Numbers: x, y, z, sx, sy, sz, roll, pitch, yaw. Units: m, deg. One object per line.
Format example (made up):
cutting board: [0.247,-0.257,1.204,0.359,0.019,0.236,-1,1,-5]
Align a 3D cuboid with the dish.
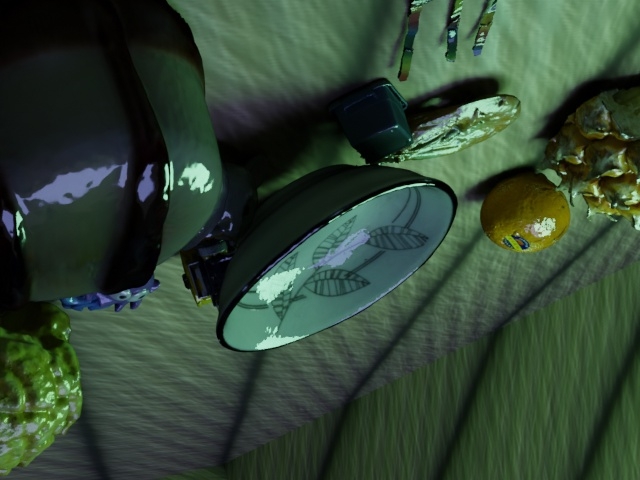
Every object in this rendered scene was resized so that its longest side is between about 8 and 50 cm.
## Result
dish: [0.000,0.000,1.269,0.316,0.106,0.316,-27,159,-12]

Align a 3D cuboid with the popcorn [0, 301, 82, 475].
popcorn: [-0.403,0.186,1.419,0.237,0.206,0.251,-43,169,20]

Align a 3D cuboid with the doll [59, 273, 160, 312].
doll: [-0.270,0.060,1.403,0.110,0.067,0.206,4,163,-37]

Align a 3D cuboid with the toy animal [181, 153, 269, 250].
toy animal: [-0.115,-0.047,1.152,0.138,0.108,0.236,-33,160,37]

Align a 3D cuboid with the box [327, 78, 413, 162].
box: [0.060,-0.126,1.207,0.074,0.054,0.099,-26,163,12]

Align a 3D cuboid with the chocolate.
chocolate: [-0.203,-0.053,0.882,0.283,0.186,0.283,-19,165,-5]

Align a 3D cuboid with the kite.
kite: [0.129,-0.230,1.029,0.152,0.015,0.285,-15,161,-9]

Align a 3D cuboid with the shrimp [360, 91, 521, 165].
shrimp: [0.138,-0.133,1.296,0.217,0.051,0.115,-14,157,-19]

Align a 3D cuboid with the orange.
orange: [0.312,-0.043,1.685,0.135,0.117,0.135,20,151,11]

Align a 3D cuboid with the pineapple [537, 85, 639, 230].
pineapple: [0.458,-0.083,1.564,0.344,0.209,0.286,-13,163,-30]

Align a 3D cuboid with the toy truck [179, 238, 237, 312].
toy truck: [-0.070,0.017,1.432,0.227,0.098,0.114,-17,-171,-5]
